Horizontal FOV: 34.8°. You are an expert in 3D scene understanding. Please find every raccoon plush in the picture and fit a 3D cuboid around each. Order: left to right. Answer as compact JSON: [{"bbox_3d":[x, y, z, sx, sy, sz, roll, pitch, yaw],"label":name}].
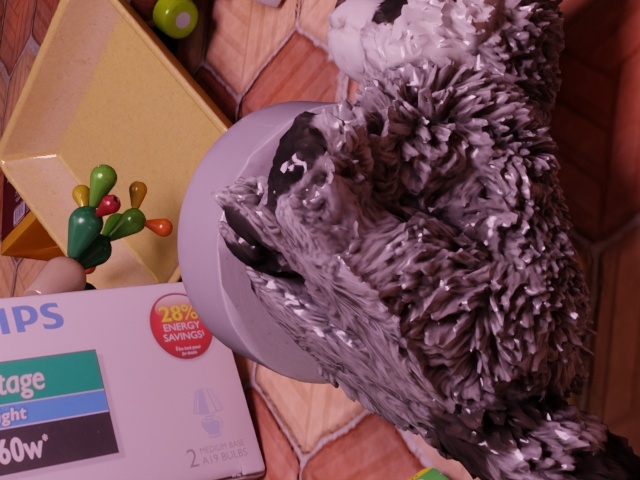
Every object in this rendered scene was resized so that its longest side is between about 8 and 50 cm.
[{"bbox_3d":[0.148,0.005,0.680,0.446,0.299,0.216,48,161,0],"label":"raccoon plush"}]

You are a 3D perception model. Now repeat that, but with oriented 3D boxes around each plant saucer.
[{"bbox_3d":[-0.228,-0.103,1.232,0.333,0.081,0.333,50,128,18],"label":"plant saucer"}]

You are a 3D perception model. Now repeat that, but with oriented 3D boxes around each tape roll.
[{"bbox_3d":[0.000,0.000,0.811,0.072,0.219,0.219,16,96,56],"label":"tape roll"}]

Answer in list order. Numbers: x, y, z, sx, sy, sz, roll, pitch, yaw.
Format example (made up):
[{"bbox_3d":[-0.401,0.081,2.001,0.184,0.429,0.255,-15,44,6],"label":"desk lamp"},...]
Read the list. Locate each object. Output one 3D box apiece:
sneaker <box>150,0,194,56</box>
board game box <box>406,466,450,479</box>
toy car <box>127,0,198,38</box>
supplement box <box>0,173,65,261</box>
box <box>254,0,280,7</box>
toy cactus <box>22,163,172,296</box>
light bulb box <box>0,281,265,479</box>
[{"bbox_3d":[-0.269,-0.233,1.342,0.146,0.102,0.293,35,90,44],"label":"sneaker"},{"bbox_3d":[0.077,0.236,0.684,0.039,0.124,0.259,63,170,-17],"label":"board game box"},{"bbox_3d":[-0.211,-0.362,1.213,0.149,0.188,0.155,-46,52,-9],"label":"toy car"},{"bbox_3d":[-0.376,-0.090,1.498,0.191,0.129,0.194,-32,57,50],"label":"supplement box"},{"bbox_3d":[-0.071,-0.389,1.111,0.181,0.119,0.182,-51,42,39],"label":"box"},{"bbox_3d":[-0.256,0.030,1.134,0.180,0.112,0.219,-52,-11,-53],"label":"toy cactus"},{"bbox_3d":[-0.313,0.224,1.093,0.361,0.357,0.225,-39,63,47],"label":"light bulb box"}]
